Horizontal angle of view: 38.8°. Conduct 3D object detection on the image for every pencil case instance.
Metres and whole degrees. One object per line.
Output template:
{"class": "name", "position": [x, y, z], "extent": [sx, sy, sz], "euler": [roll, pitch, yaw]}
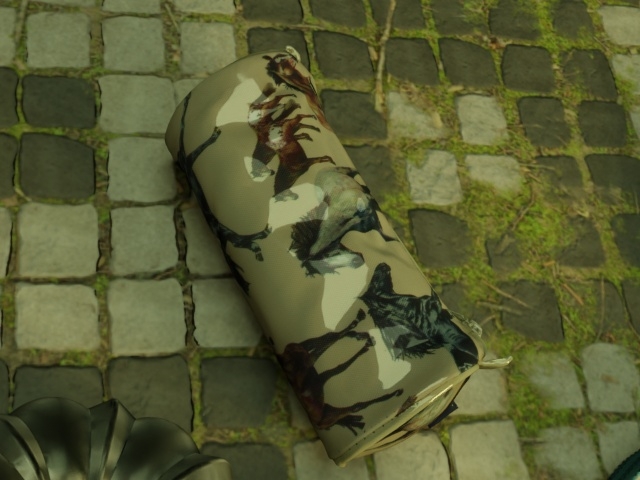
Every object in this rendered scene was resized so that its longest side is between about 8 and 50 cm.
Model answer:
{"class": "pencil case", "position": [0.000, 0.000, 0.885], "extent": [0.184, 0.160, 0.410], "euler": [-25, 72, -17]}

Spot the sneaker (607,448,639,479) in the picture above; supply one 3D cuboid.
{"class": "sneaker", "position": [0.379, 0.234, 0.919], "extent": [0.229, 0.087, 0.092], "euler": [-23, 74, -23]}

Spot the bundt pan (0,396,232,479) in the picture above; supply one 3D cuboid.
{"class": "bundt pan", "position": [-0.176, 0.243, 0.656], "extent": [0.331, 0.124, 0.330], "euler": [16, 35, -12]}
